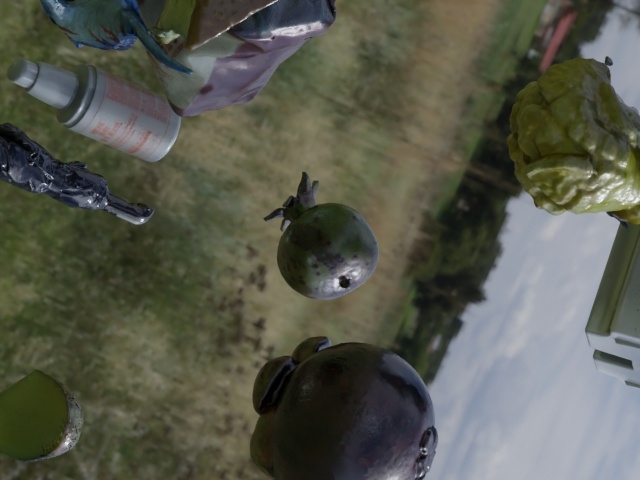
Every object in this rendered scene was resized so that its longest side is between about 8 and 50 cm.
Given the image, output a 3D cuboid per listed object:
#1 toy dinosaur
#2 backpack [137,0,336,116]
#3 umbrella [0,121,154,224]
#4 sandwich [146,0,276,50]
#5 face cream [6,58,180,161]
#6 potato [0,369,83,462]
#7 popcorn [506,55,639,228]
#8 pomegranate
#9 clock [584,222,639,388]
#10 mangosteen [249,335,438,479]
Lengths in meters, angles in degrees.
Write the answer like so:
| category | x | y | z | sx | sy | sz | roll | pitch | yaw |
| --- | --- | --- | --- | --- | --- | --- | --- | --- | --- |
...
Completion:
| category | x | y | z | sx | sy | sz | roll | pitch | yaw |
| --- | --- | --- | --- | --- | --- | --- | --- | --- | --- |
| toy dinosaur | -0.234 | -0.233 | 1.204 | 0.076 | 0.144 | 0.329 | -45 | -150 | -14 |
| backpack | -0.120 | -0.320 | 1.319 | 0.197 | 0.317 | 0.283 | -17 | 174 | -31 |
| umbrella | -0.312 | -0.072 | 1.523 | 0.071 | 0.248 | 0.071 | -35 | -140 | 37 |
| sandwich | -0.033 | -0.242 | 0.893 | 0.122 | 0.128 | 0.235 | -142 | -111 | -75 |
| face cream | -0.329 | -0.200 | 1.765 | 0.101 | 0.252 | 0.101 | -29 | -129 | 42 |
| potato | -0.374 | 0.234 | 1.612 | 0.054 | 0.198 | 0.119 | 15 | 66 | -47 |
| popcorn | 0.294 | -0.100 | 1.301 | 0.168 | 0.195 | 0.173 | -102 | -146 | -48 |
| pomegranate | -0.003 | 0.001 | 1.700 | 0.148 | 0.169 | 0.148 | -42 | 163 | -15 |
| clock | 0.405 | 0.050 | 1.482 | 0.262 | 0.116 | 0.231 | 52 | 52 | -65 |
| mangosteen | 0.023 | 0.199 | 1.293 | 0.210 | 0.210 | 0.209 | 24 | 90 | -85 |
